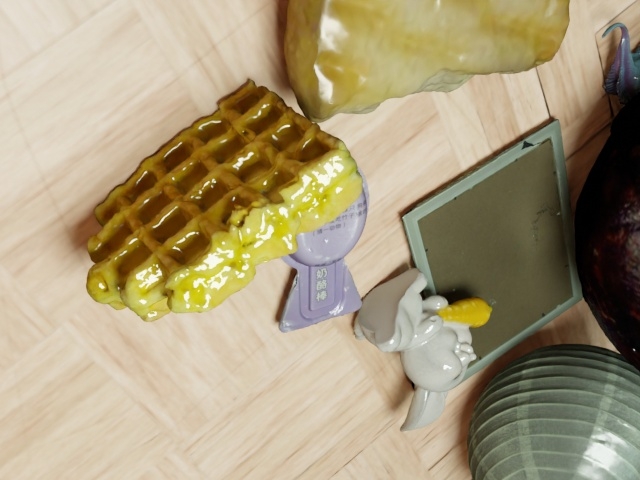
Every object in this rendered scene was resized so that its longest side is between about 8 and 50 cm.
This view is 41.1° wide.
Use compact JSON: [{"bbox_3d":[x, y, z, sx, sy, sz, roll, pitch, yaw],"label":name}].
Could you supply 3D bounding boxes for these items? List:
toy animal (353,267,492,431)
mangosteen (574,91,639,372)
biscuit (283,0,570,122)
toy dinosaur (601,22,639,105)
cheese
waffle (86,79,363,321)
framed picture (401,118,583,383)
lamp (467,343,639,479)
[{"bbox_3d":[0.113,0.116,0.920,0.182,0.127,0.131,50,47,-29],"label":"toy animal"},{"bbox_3d":[0.448,-0.012,0.846,0.380,0.421,0.381,0,93,0],"label":"mangosteen"},{"bbox_3d":[0.095,-0.210,0.714,0.274,0.091,0.213,-10,123,-28],"label":"biscuit"},{"bbox_3d":[0.348,-0.182,0.928,0.080,0.045,0.197,-46,141,8],"label":"toy dinosaur"},{"bbox_3d":[0.000,0.000,0.802,0.105,0.042,0.191,-15,123,-25],"label":"cheese"},{"bbox_3d":[-0.088,-0.020,0.653,0.211,0.160,0.055,-40,131,-9],"label":"waffle"},{"bbox_3d":[0.202,0.022,0.966,0.216,0.016,0.273,-30,128,-15],"label":"framed picture"},{"bbox_3d":[0.286,0.246,1.003,0.233,0.265,0.233,21,58,-37],"label":"lamp"}]
